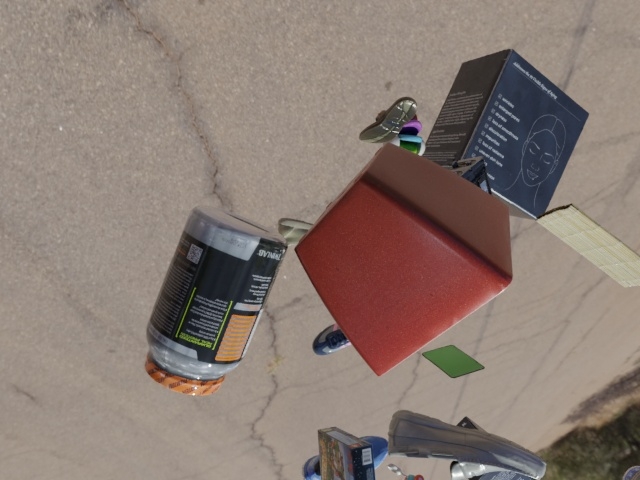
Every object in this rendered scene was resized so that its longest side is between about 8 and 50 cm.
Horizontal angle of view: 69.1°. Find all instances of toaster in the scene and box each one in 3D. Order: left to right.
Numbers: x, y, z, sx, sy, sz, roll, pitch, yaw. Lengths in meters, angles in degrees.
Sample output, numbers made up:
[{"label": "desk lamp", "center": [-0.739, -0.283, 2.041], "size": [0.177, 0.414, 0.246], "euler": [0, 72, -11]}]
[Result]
[{"label": "toaster", "center": [0.412, -0.130, 1.341], "size": [0.168, 0.110, 0.186], "euler": [-37, 116, -31]}]

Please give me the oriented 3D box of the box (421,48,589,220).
[{"label": "box", "center": [0.718, -0.398, 1.845], "size": [0.479, 0.297, 0.472], "euler": [26, 91, -24]}]

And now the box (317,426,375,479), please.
[{"label": "box", "center": [0.052, 0.490, 0.876], "size": [0.044, 0.234, 0.159], "euler": [-1, 171, -24]}]

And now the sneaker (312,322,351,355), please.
[{"label": "sneaker", "center": [0.113, 0.383, 1.946], "size": [0.318, 0.112, 0.131], "euler": [-26, 172, -12]}]

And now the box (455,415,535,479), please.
[{"label": "box", "center": [0.452, 0.598, 1.255], "size": [0.207, 0.153, 0.108], "euler": [41, 93, -28]}]

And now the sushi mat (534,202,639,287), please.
[{"label": "sushi mat", "center": [0.734, 0.018, 1.228], "size": [0.019, 0.316, 0.151], "euler": [-52, 179, -13]}]

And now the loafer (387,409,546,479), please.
[{"label": "loafer", "center": [0.299, 0.452, 0.983], "size": [0.319, 0.112, 0.112], "euler": [8, 160, 22]}]

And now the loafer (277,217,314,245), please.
[{"label": "loafer", "center": [0.000, 0.000, 1.373], "size": [0.268, 0.092, 0.102], "euler": [12, -178, 3]}]

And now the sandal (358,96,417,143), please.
[{"label": "sandal", "center": [0.187, -0.338, 1.293], "size": [0.089, 0.060, 0.219], "euler": [13, 154, -20]}]

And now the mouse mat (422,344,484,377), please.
[{"label": "mouse mat", "center": [0.486, 0.443, 1.712], "size": [0.152, 0.189, 0.007], "euler": [-9, 107, -22]}]

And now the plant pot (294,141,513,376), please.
[{"label": "plant pot", "center": [0.120, 0.000, 0.755], "size": [0.267, 0.235, 0.267], "euler": [-46, -176, 32]}]

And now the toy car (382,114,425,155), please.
[{"label": "toy car", "center": [0.297, -0.381, 1.631], "size": [0.159, 0.182, 0.136], "euler": [2, 146, -26]}]

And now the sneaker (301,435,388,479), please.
[{"label": "sneaker", "center": [0.106, 0.762, 1.606], "size": [0.329, 0.130, 0.147], "euler": [-10, 153, -27]}]

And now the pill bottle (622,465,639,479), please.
[{"label": "pill bottle", "center": [0.688, 0.515, 0.935], "size": [0.078, 0.078, 0.137], "euler": [-23, 173, -6]}]

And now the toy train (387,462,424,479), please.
[{"label": "toy train", "center": [0.198, 0.530, 0.962], "size": [0.125, 0.046, 0.166], "euler": [-2, 134, 42]}]

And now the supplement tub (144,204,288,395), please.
[{"label": "supplement tub", "center": [-0.201, 0.109, 0.869], "size": [0.193, 0.193, 0.316], "euler": [18, 97, -45]}]
